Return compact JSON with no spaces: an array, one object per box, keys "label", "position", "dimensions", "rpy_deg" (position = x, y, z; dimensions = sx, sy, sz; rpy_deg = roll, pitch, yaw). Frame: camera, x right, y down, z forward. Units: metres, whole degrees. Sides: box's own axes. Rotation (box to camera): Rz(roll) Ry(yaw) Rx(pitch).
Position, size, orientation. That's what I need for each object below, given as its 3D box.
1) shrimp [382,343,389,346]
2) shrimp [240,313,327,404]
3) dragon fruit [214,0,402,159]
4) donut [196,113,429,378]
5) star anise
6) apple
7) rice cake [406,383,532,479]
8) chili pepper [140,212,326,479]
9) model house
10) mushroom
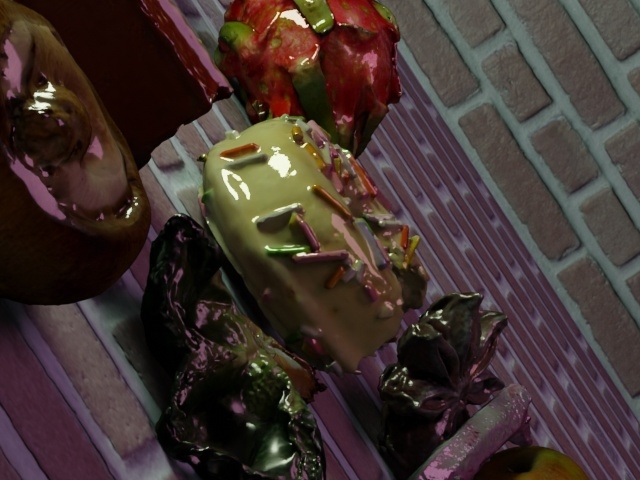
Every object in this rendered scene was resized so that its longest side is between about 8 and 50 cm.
[{"label":"shrimp","position":[0.056,0.052,2.225],"dimensions":[0.251,0.052,0.143],"rpy_deg":[-79,146,-60]},{"label":"shrimp","position":[-0.044,0.124,1.707],"dimensions":[0.184,0.043,0.091],"rpy_deg":[40,18,-47]},{"label":"dragon fruit","position":[-0.012,-0.236,2.261],"dimensions":[0.231,0.237,0.303],"rpy_deg":[-5,72,-51]},{"label":"donut","position":[-0.003,-0.006,1.901],"dimensions":[0.307,0.150,0.371],"rpy_deg":[53,11,4]},{"label":"star anise","position":[0.130,0.171,1.964],"dimensions":[0.223,0.109,0.236],"rpy_deg":[-45,141,-49]},{"label":"apple","position":[0.247,0.331,1.984],"dimensions":[0.182,0.182,0.155],"rpy_deg":[-73,151,-73]},{"label":"rice cake","position":[0.165,0.253,1.882],"dimensions":[0.290,0.051,0.081],"rpy_deg":[-34,96,-49]},{"label":"chili pepper","position":[-0.089,0.121,1.460],"dimensions":[0.264,0.116,0.148],"rpy_deg":[61,3,14]},{"label":"model house","position":[-0.196,-0.175,1.613],"dimensions":[0.196,0.160,0.254],"rpy_deg":[54,13,-8]},{"label":"mushroom","position":[-0.232,-0.070,1.257],"dimensions":[0.253,0.153,0.253],"rpy_deg":[60,15,-27]}]
